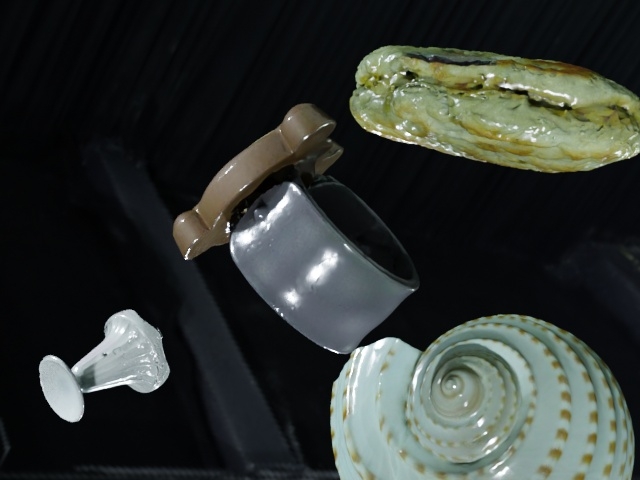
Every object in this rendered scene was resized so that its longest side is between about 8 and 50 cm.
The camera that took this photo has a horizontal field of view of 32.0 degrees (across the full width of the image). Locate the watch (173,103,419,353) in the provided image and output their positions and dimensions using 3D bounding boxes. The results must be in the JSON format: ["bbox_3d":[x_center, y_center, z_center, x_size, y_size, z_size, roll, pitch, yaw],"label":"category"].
[{"bbox_3d":[0.000,0.000,1.736,0.327,0.314,0.335,49,-166,8],"label":"watch"}]

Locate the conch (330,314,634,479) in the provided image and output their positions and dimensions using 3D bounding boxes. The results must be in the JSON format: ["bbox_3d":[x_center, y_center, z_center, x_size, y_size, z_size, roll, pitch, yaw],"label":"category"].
[{"bbox_3d":[0.154,0.228,1.070,0.215,0.303,0.319,-72,-38,-52],"label":"conch"}]

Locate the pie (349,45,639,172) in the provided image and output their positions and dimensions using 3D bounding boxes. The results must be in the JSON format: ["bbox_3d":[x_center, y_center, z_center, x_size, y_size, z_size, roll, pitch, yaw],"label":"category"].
[{"bbox_3d":[0.143,-0.106,0.889,0.248,0.089,0.201,11,-179,16],"label":"pie"}]

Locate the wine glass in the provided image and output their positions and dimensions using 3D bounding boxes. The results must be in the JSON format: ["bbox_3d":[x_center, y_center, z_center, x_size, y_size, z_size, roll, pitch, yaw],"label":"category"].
[{"bbox_3d":[-0.396,0.234,2.040,0.165,0.165,0.196,42,-138,20],"label":"wine glass"}]
